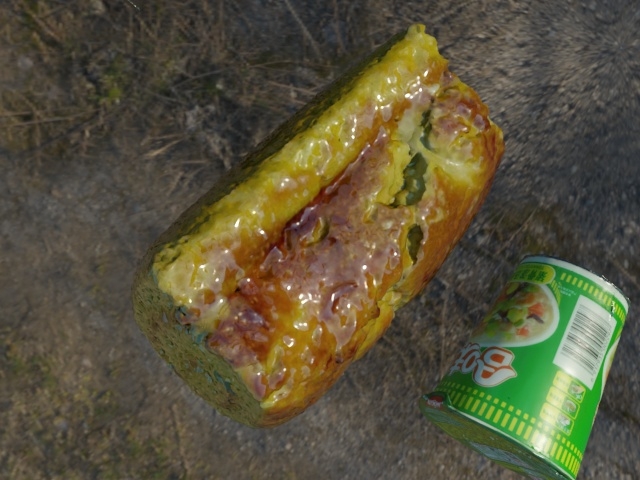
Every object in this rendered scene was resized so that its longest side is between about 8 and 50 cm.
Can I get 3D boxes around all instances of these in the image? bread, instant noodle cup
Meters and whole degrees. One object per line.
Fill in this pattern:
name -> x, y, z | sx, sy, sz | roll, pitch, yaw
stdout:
bread -> 0.000, 0.000, 0.392 | 0.103, 0.132, 0.172 | 43, 68, 3
instant noodle cup -> 0.259, 0.148, 1.003 | 0.207, 0.207, 0.233 | 28, 76, 12

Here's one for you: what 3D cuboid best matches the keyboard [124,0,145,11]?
keyboard -> -0.129, -0.262, 0.622 | 0.010, 0.063, 0.198 | -12, 54, 37
